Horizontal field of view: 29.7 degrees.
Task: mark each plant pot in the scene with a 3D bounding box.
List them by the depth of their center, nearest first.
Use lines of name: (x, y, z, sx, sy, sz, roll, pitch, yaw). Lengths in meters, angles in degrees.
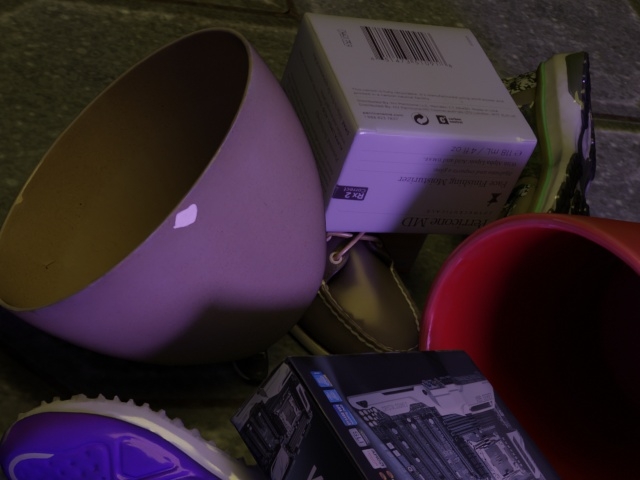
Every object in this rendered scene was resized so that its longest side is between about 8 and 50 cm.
plant pot: (-0.105, -0.006, 1.000, 0.191, 0.284, 0.284, 44, 29, -31)
plant pot: (0.263, 0.102, 1.043, 0.243, 0.275, 0.275, -8, 47, -45)

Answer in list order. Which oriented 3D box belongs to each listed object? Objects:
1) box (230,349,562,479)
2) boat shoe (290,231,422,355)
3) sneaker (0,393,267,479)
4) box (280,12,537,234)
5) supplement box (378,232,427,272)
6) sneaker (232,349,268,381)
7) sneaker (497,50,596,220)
box: (0.107, 0.219, 0.865, 0.242, 0.076, 0.307, 5, 43, -52)
boat shoe: (0.000, 0.000, 1.138, 0.116, 0.097, 0.324, -12, 50, -35)
sneaker: (-0.104, 0.218, 0.841, 0.293, 0.102, 0.146, 24, 40, 1)
box: (0.071, -0.107, 1.117, 0.181, 0.119, 0.182, 1, 44, -23)
supplement box: (0.073, -0.017, 1.189, 0.062, 0.098, 0.036, 7, 42, -19)
sneaker: (-0.061, 0.087, 1.060, 0.031, 0.035, 0.083, 4, 43, -20)
sneaker: (0.193, -0.052, 1.296, 0.182, 0.158, 0.410, -2, 37, 20)
